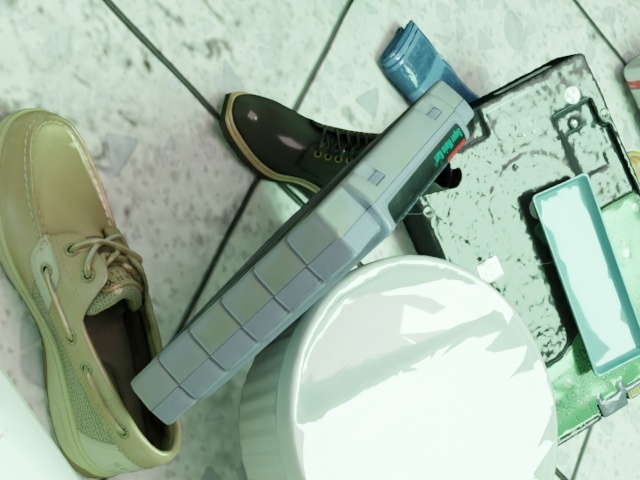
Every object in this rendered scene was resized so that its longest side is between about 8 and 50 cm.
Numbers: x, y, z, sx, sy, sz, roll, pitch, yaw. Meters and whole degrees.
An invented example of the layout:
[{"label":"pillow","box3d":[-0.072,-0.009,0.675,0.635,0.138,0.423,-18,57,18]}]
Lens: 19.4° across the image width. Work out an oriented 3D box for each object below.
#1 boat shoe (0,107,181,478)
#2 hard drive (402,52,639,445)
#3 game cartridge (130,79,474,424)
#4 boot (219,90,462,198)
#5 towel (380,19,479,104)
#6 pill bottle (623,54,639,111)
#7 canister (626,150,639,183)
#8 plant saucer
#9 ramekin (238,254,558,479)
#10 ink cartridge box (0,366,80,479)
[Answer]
[{"label":"boat shoe","box3d":[-0.178,0.036,1.475,0.109,0.098,0.302,-12,87,-47]},{"label":"hard drive","box3d":[0.224,0.014,1.856,0.237,0.064,0.339,-29,100,-20]},{"label":"game cartridge","box3d":[0.000,0.000,1.500,0.068,0.230,0.355,50,27,-4]},{"label":"boot","box3d":[0.020,-0.090,1.686,0.198,0.137,0.077,29,59,-36]},{"label":"towel","box3d":[0.110,-0.158,1.875,0.119,0.029,0.067,49,50,-25]},{"label":"pill bottle","box3d":[0.430,-0.138,2.140,0.108,0.108,0.180,-38,106,-44]},{"label":"canister","box3d":[0.301,-0.020,2.000,0.170,0.073,0.126,-24,97,-48]},{"label":"plant saucer","box3d":[0.262,0.034,1.830,0.067,0.018,0.192,-24,100,-21]},{"label":"ramekin","box3d":[0.055,0.154,1.541,0.273,0.127,0.273,7,77,-32]},{"label":"ink cartridge box","box3d":[-0.250,0.311,1.278,0.279,0.160,0.385,-47,112,-43]}]
